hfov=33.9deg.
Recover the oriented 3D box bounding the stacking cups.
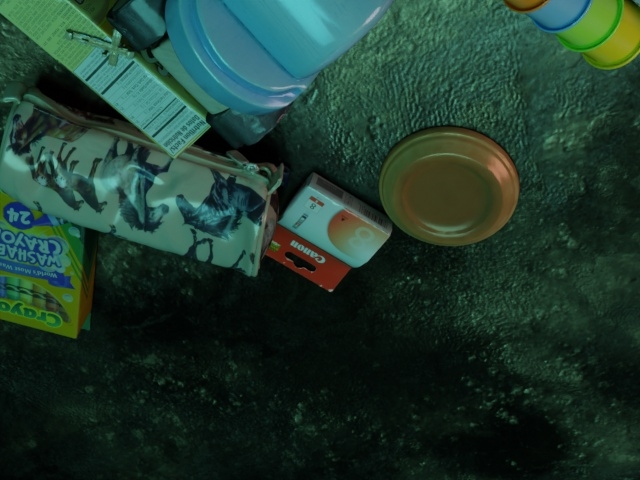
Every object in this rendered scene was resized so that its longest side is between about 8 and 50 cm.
[{"bbox_3d":[0.247,-0.282,1.167,0.316,0.096,0.096,15,137,-42],"label":"stacking cups"}]

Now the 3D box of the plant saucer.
[{"bbox_3d":[0.179,-0.067,1.480,0.200,0.037,0.200,6,128,8],"label":"plant saucer"}]

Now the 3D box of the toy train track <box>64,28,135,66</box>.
[{"bbox_3d":[-0.258,-0.227,1.223,0.083,0.014,0.048,17,127,-3],"label":"toy train track"}]

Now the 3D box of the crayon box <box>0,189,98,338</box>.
[{"bbox_3d":[-0.463,0.030,1.658,0.203,0.083,0.323,14,129,0],"label":"crayon box"}]

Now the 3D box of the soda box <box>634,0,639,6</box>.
[{"bbox_3d":[0.418,-0.308,1.208,0.286,0.091,0.098,34,127,-15],"label":"soda box"}]

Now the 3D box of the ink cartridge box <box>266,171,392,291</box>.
[{"bbox_3d":[0.000,0.000,1.565,0.145,0.045,0.179,30,125,-12],"label":"ink cartridge box"}]

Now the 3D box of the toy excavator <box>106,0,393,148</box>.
[{"bbox_3d":[0.037,-0.339,1.156,0.222,0.433,0.445,47,150,-23],"label":"toy excavator"}]

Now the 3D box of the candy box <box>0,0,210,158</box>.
[{"bbox_3d":[-0.254,-0.271,1.316,0.316,0.183,0.087,40,125,-19],"label":"candy box"}]

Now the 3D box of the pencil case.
[{"bbox_3d":[-0.254,-0.090,1.473,0.410,0.160,0.184,18,119,-3],"label":"pencil case"}]
